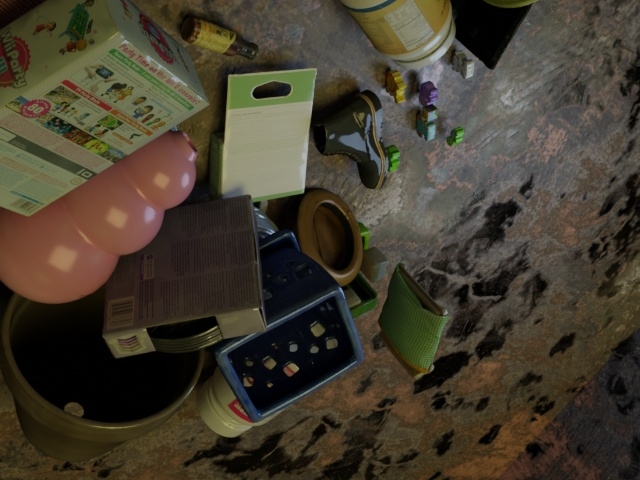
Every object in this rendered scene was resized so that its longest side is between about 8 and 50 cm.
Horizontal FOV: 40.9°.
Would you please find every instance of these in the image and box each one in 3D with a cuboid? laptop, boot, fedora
[{"bbox_3d":[0.336,-0.418,1.442,0.136,0.264,0.234,16,117,-28],"label":"laptop"},{"bbox_3d":[0.047,-0.160,1.560,0.137,0.077,0.198,-31,128,-28],"label":"boot"},{"bbox_3d":[0.000,0.000,1.644,0.079,0.194,0.194,-22,156,41],"label":"fedora"}]

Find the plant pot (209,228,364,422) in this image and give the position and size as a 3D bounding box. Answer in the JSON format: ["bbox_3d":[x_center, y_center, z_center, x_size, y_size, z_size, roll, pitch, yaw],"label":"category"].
[{"bbox_3d":[-0.087,0.134,1.493,0.236,0.212,0.236,-28,138,-9],"label":"plant pot"}]

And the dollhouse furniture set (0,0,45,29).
[{"bbox_3d":[-0.285,-0.379,0.945,0.374,0.152,0.201,-23,145,23],"label":"dollhouse furniture set"}]

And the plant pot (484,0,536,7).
[{"bbox_3d":[0.228,-0.511,1.246,0.254,0.276,0.276,10,120,-37],"label":"plant pot"}]

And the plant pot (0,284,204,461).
[{"bbox_3d":[-0.392,0.228,1.453,0.323,0.323,0.280,-6,148,-34],"label":"plant pot"}]

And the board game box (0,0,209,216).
[{"bbox_3d":[-0.322,-0.164,1.046,0.303,0.097,0.224,-28,161,11],"label":"board game box"}]

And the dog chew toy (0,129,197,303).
[{"bbox_3d":[-0.326,-0.053,1.255,0.332,0.206,0.206,-33,141,7],"label":"dog chew toy"}]

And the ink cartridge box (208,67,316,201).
[{"bbox_3d":[-0.100,-0.180,1.459,0.171,0.056,0.235,-12,121,-30],"label":"ink cartridge box"}]

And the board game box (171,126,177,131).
[{"bbox_3d":[-0.294,-0.175,1.328,0.136,0.035,0.201,-24,138,-18],"label":"board game box"}]

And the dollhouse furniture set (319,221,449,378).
[{"bbox_3d":[0.094,0.137,1.707,0.151,0.301,0.197,-22,140,-25],"label":"dollhouse furniture set"}]

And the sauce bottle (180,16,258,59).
[{"bbox_3d":[-0.151,-0.306,1.313,0.128,0.042,0.042,8,121,-45],"label":"sauce bottle"}]

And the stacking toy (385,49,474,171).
[{"bbox_3d":[0.200,-0.246,1.636,0.167,0.052,0.221,-21,139,-19],"label":"stacking toy"}]

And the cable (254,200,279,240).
[{"bbox_3d":[-0.182,0.052,1.581,0.257,0.089,0.257,-27,139,-15],"label":"cable"}]

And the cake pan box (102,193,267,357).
[{"bbox_3d":[-0.215,0.053,1.367,0.245,0.267,0.070,-12,137,1],"label":"cake pan box"}]

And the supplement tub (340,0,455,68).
[{"bbox_3d":[0.123,-0.381,1.373,0.144,0.144,0.199,-44,141,5],"label":"supplement tub"}]

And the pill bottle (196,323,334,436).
[{"bbox_3d":[-0.116,0.276,1.745,0.160,0.160,0.283,14,134,-44],"label":"pill bottle"}]
